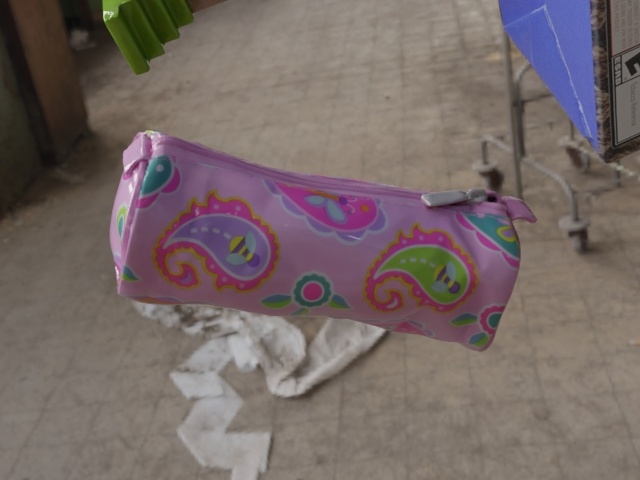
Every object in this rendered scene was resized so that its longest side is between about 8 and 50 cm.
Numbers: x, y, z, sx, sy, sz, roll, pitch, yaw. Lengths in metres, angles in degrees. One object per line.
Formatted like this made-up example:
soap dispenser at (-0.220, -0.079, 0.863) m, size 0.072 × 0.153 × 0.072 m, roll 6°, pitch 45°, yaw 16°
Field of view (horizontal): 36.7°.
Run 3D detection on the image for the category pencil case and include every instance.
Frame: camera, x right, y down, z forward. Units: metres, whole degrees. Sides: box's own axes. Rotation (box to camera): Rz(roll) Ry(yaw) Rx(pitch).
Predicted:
pencil case at (0.000, 0.000, 0.665) m, size 0.284 × 0.124 × 0.124 m, roll 9°, pitch 22°, yaw -14°

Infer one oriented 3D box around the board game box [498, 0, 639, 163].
board game box at (0.240, -0.213, 0.497) m, size 0.291 × 0.232 × 0.141 m, roll -24°, pitch 51°, yaw 0°

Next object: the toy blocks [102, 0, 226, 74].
toy blocks at (-0.049, -0.315, 0.729) m, size 0.260 × 0.191 × 0.381 m, roll -20°, pitch 46°, yaw 6°
